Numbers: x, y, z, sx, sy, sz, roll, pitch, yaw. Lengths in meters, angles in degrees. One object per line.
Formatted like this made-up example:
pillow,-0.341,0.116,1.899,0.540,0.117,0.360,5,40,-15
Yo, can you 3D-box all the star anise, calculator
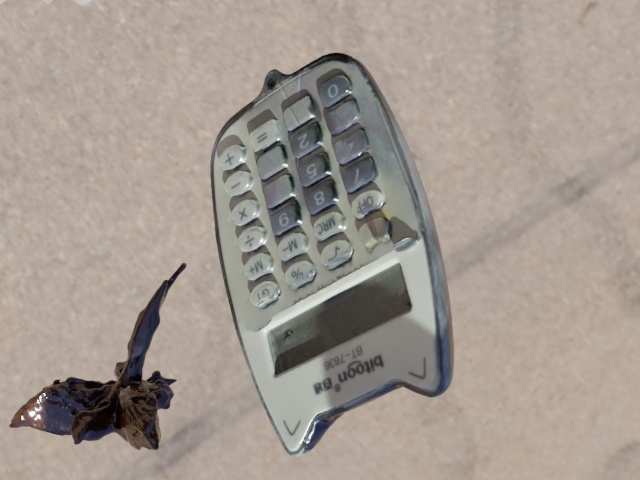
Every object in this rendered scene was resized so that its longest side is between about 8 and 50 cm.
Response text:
star anise,-0.175,0.105,1.100,0.140,0.158,0.144,-25,115,-50
calculator,0.000,0.000,0.861,0.177,0.268,0.040,-28,160,34

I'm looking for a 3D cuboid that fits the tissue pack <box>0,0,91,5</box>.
tissue pack,-0.105,-0.193,0.245,0.123,0.257,0.215,-16,167,2
